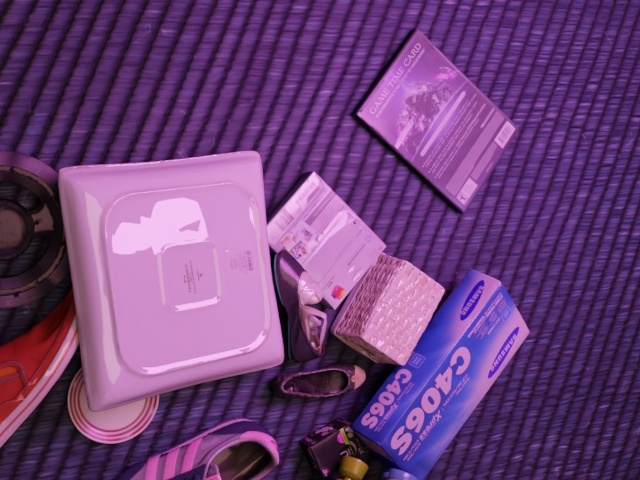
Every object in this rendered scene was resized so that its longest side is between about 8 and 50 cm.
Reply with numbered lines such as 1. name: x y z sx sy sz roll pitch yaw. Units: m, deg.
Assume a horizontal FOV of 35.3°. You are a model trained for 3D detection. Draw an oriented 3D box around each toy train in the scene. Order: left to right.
1. toy train: 0.030 0.410 1.617 0.248 0.105 0.143 20 63 1

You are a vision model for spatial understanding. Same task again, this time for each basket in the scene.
1. basket: 0.115 0.116 1.691 0.113 0.103 0.167 35 77 -23

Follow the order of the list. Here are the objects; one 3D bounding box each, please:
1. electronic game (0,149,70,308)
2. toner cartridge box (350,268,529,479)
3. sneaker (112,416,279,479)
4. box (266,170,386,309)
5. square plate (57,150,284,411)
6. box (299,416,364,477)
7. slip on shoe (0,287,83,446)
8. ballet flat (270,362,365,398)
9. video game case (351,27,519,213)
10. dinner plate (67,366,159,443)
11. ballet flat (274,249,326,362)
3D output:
1. electronic game: -0.460 -0.016 1.450 0.229 0.048 0.229 -2 96 -18
2. toner cartridge box: 0.212 0.234 1.724 0.348 0.075 0.165 -51 136 -15
3. sneaker: -0.207 0.374 1.534 0.319 0.131 0.112 -31 104 -21
4. box: 0.000 0.000 1.670 0.186 0.038 0.145 44 75 -18
5. square plate: -0.201 0.049 1.492 0.344 0.049 0.347 -9 95 -37
6. box: 0.019 0.345 1.681 0.083 0.052 0.062 -26 102 -21
7. slip on shoe: -0.440 0.189 1.433 0.101 0.123 0.331 42 80 -16
8. ballet flat: 0.000 0.239 1.671 0.173 0.049 0.057 -5 95 -25
9. video game case: 0.207 -0.207 1.768 0.274 0.026 0.196 40 76 -20
10. dinner plate: -0.317 0.240 1.542 0.141 0.017 0.141 -1 91 -24
11. ballet flat: -0.025 0.107 1.619 0.074 0.074 0.203 -19 117 -23
